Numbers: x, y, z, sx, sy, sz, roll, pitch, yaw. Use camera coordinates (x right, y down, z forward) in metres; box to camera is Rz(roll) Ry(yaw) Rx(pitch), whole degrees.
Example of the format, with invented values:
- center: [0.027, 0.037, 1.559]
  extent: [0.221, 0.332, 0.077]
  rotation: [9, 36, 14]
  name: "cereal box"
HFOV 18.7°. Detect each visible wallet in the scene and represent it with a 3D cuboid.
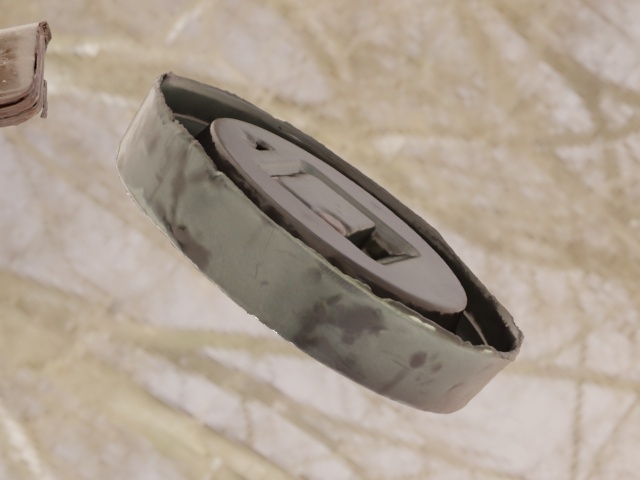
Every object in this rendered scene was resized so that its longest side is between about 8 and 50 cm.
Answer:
- center: [-0.209, -0.062, 0.869]
  extent: [0.176, 0.026, 0.095]
  rotation: [-10, -152, 1]
  name: "wallet"

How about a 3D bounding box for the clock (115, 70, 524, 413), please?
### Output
- center: [0.000, 0.000, 1.389]
  extent: [0.067, 0.325, 0.325]
  rotation: [-53, -165, 13]
  name: "clock"
